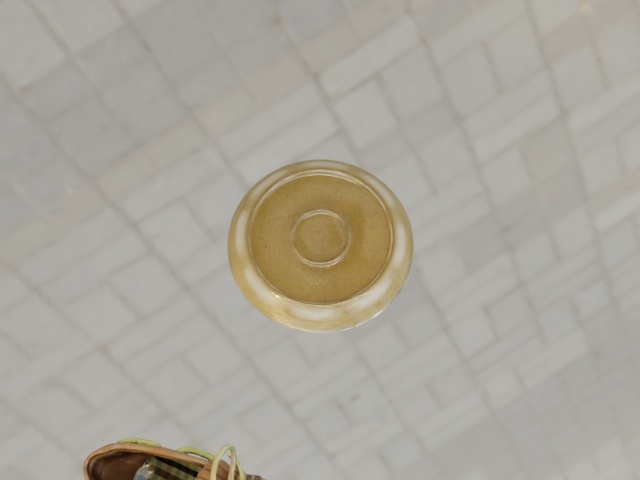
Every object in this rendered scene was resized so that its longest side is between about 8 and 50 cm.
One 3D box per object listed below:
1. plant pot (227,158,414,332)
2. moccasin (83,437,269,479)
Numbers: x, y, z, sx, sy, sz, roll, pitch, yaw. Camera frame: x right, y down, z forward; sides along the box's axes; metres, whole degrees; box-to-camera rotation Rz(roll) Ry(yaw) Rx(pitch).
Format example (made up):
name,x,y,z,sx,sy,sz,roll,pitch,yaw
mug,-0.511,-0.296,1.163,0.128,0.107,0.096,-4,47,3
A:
name,x,y,z,sx,sy,sz,roll,pitch,yaw
plant pot,0.000,0.000,2.216,0.236,0.236,0.032,-26,161,-10
moccasin,-0.087,0.262,1.632,0.147,0.380,0.139,32,84,-40
